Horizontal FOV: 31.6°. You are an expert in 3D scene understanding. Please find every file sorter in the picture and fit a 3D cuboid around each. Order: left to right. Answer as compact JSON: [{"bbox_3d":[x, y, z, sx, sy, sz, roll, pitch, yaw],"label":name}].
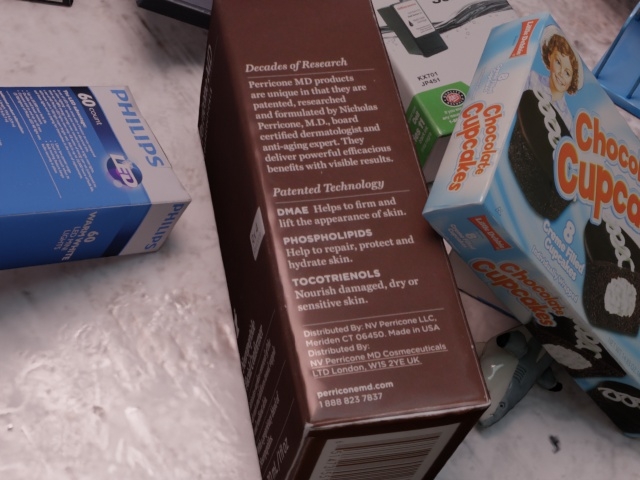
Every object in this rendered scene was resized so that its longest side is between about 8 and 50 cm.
[{"bbox_3d":[0.379,-0.179,1.130,0.170,0.104,0.118,33,58,10],"label":"file sorter"}]

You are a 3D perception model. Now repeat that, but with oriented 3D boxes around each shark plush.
[{"bbox_3d":[0.184,0.104,0.969,0.161,0.073,0.067,-16,82,-42],"label":"shark plush"}]

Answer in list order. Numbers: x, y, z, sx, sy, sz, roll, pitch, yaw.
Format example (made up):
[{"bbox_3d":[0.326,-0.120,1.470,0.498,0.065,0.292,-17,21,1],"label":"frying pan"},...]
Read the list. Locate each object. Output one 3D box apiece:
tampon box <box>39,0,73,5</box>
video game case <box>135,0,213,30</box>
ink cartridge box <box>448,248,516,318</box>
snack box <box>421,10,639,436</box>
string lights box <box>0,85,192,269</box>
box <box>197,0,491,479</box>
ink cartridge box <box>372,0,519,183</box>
[{"bbox_3d":[-0.288,-0.327,1.092,0.120,0.101,0.161,7,57,-7],"label":"tampon box"},{"bbox_3d":[-0.115,-0.311,1.109,0.196,0.026,0.274,11,53,-40],"label":"video game case"},{"bbox_3d":[0.182,-0.020,1.003,0.092,0.090,0.143,28,57,6],"label":"ink cartridge box"},{"bbox_3d":[0.215,-0.003,0.900,0.322,0.060,0.187,44,54,-33],"label":"snack box"},{"bbox_3d":[-0.245,-0.051,0.889,0.259,0.077,0.133,-7,57,-43],"label":"string lights box"},{"bbox_3d":[0.000,0.000,0.897,0.143,0.191,0.381,-4,60,-13],"label":"box"},{"bbox_3d":[0.118,-0.173,1.085,0.153,0.087,0.208,-18,63,-21],"label":"ink cartridge box"}]
